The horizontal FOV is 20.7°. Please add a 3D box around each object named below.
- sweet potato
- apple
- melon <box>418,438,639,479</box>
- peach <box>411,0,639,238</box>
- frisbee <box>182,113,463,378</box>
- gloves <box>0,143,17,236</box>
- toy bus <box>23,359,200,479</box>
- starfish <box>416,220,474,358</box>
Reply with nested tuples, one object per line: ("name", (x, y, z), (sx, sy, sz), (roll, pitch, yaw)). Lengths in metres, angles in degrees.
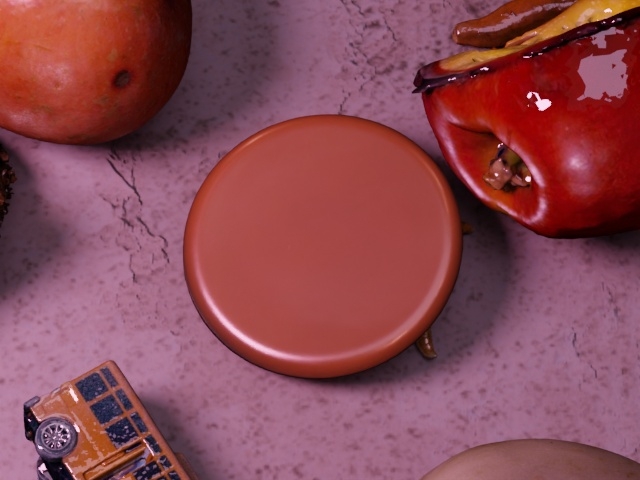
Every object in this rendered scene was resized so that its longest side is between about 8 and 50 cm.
("sweet potato", (0.256, -0.225, 1.717), (0.264, 0.057, 0.057), (-7, 66, -7))
("apple", (-0.228, -0.209, 1.514), (0.253, 0.253, 0.253), (4, 64, -9))
("melon", (0.178, 0.279, 1.350), (0.308, 0.272, 0.272), (13, 63, 4))
("peach", (0.275, -0.117, 1.582), (0.362, 0.258, 0.201), (-26, 101, -34))
("frisbee", (0.000, 0.000, 1.537), (0.251, 0.021, 0.251), (-3, 68, 6))
("gloves", (-0.372, -0.003, 1.445), (0.210, 0.135, 0.312), (17, 60, 5))
("toy bus", (-0.158, 0.198, 1.415), (0.103, 0.091, 0.182), (-29, 72, -21))
("starfish", (0.057, 0.030, 1.565), (0.208, 0.053, 0.176), (-34, 85, -17))
